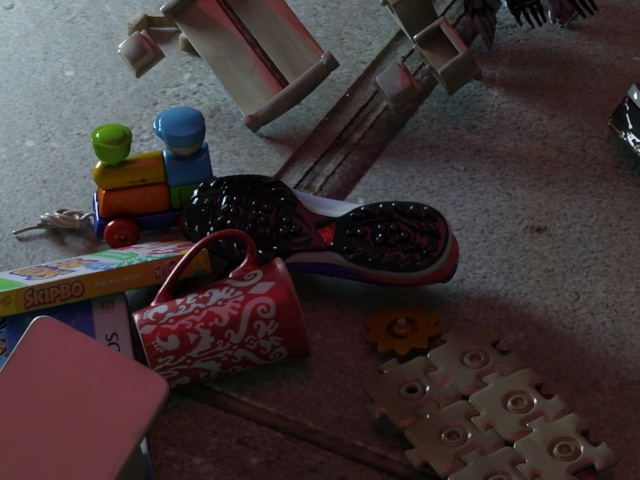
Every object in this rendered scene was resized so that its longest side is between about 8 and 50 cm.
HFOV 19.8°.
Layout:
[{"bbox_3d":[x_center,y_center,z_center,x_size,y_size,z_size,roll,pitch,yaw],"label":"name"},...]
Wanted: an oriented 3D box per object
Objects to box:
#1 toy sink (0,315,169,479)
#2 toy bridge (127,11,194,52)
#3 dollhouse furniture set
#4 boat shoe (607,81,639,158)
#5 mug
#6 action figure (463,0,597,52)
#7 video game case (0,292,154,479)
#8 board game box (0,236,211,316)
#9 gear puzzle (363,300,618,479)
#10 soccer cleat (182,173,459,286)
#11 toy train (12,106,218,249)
[{"bbox_3d":[-0.258,0.216,1.748,0.153,0.131,0.234,27,72,9],"label":"toy sink"},{"bbox_3d":[-0.164,-0.272,2.415,0.188,0.026,0.063,18,45,22],"label":"toy bridge"},{"bbox_3d":[-0.019,-0.217,2.326,0.355,0.174,0.303,-37,73,4],"label":"dollhouse furniture set"},{"bbox_3d":[0.411,-0.089,2.146,0.081,0.068,0.227,18,32,-39],"label":"boat shoe"},{"bbox_3d":[-0.113,0.082,1.964,0.169,0.113,0.150,-18,58,-8],"label":"mug"},{"bbox_3d":[0.250,-0.321,2.363,0.164,0.141,0.275,-21,18,-6],"label":"action figure"},{"bbox_3d":[-0.320,0.173,1.917,0.269,0.061,0.244,-9,42,-6],"label":"video game case"},{"bbox_3d":[-0.260,0.041,2.018,0.259,0.039,0.124,-14,11,-16],"label":"board game box"},{"bbox_3d":[0.143,0.173,1.902,0.175,0.044,0.339,-25,44,-19],"label":"gear puzzle"},{"bbox_3d":[0.000,0.000,2.054,0.318,0.116,0.108,7,72,19],"label":"soccer cleat"},{"bbox_3d":[-0.241,-0.072,2.116,0.248,0.143,0.105,-8,42,-5],"label":"toy train"}]
